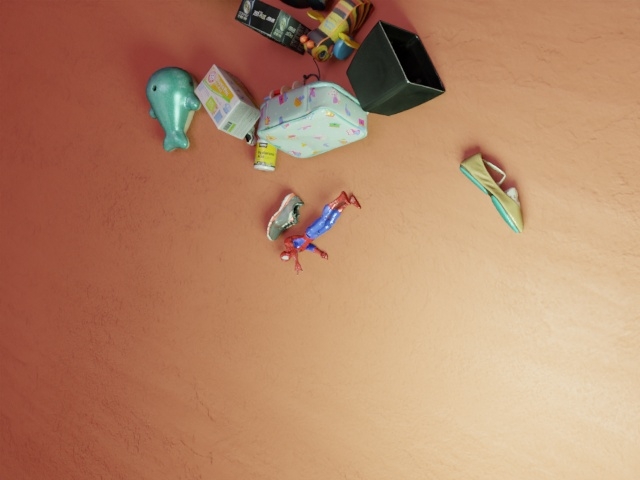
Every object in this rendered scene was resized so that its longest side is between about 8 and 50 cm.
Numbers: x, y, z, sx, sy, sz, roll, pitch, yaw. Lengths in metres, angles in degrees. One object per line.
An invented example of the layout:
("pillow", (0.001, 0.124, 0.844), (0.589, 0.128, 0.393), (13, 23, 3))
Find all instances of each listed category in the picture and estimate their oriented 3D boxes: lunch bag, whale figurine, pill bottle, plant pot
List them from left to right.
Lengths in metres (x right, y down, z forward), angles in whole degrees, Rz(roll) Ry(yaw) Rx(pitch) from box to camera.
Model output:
("whale figurine", (-0.491, -0.432, 1.960), (0.216, 0.141, 0.272), (-2, 87, 29))
("pill bottle", (-0.163, -0.271, 1.809), (0.065, 0.065, 0.116), (7, 91, 30))
("lunch bag", (-0.020, -0.321, 1.630), (0.279, 0.224, 0.108), (-10, 71, 41))
("plant pot", (0.181, -0.428, 1.564), (0.167, 0.188, 0.188), (-33, 72, 38))

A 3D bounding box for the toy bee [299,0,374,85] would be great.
("toy bee", (0.026, -0.553, 1.661), (0.195, 0.162, 0.298), (21, 98, 27))

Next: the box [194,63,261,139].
("box", (-0.284, -0.427, 1.842), (0.114, 0.103, 0.203), (-48, 55, 19))

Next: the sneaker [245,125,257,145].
("sneaker", (-0.222, -0.335, 1.862), (0.032, 0.037, 0.083), (-27, 73, 28))

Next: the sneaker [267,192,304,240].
("sneaker", (-0.101, -0.060, 1.769), (0.065, 0.061, 0.158), (34, 105, 20))

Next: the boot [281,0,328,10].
("boot", (-0.047, -0.750, 1.774), (0.219, 0.082, 0.106), (26, 81, 30))

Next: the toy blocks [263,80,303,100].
("toy blocks", (-0.107, -0.395, 1.789), (0.148, 0.054, 0.123), (-8, 94, 43))

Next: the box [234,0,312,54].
("box", (-0.132, -0.623, 1.741), (0.147, 0.180, 0.078), (33, 104, 27))

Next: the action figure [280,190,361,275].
("action figure", (0.000, 0.000, 1.686), (0.280, 0.091, 0.139), (-37, 62, 23))

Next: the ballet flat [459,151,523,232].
("ballet flat", (0.432, -0.124, 1.459), (0.073, 0.080, 0.232), (-38, 71, 7))
